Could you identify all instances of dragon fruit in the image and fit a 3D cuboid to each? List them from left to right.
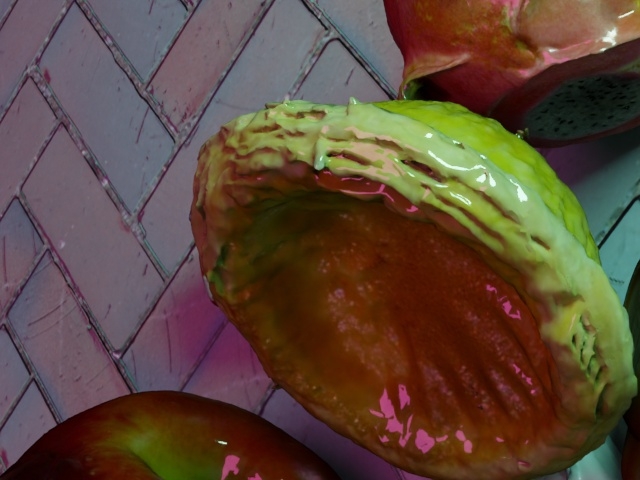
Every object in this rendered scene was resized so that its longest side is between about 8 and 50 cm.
[{"bbox_3d":[0.189,-0.173,1.488,0.290,0.290,0.189,-22,66,42],"label":"dragon fruit"}]

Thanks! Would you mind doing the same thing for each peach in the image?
[{"bbox_3d":[-0.171,0.313,1.656,0.406,0.310,0.335,-40,41,21],"label":"peach"}]

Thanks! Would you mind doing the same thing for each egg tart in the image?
[{"bbox_3d":[0.078,0.021,1.419,0.388,0.388,0.169,-4,37,47],"label":"egg tart"}]

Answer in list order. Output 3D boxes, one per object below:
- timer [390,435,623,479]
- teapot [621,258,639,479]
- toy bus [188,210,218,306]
[{"bbox_3d":[0.145,0.177,1.554,0.178,0.078,0.253,-50,45,23],"label":"timer"},{"bbox_3d":[0.292,0.095,1.392,0.178,0.135,0.252,-74,-6,-69],"label":"teapot"},{"bbox_3d":[0.000,0.000,1.752,0.265,0.121,0.120,-12,77,44],"label":"toy bus"}]
